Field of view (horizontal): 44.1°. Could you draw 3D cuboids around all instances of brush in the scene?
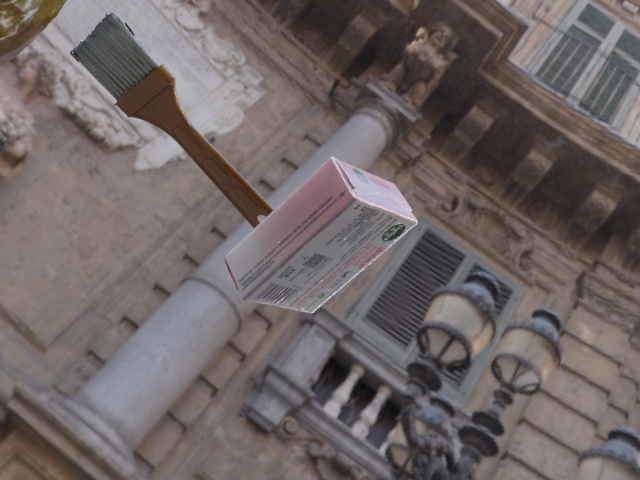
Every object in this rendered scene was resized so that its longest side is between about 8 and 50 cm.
[{"bbox_3d":[-0.121,-0.089,0.806,0.314,0.017,0.090,47,-40,-19],"label":"brush"}]

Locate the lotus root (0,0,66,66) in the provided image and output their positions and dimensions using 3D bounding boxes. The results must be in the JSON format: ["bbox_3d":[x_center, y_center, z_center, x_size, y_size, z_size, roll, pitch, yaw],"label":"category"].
[{"bbox_3d":[-0.218,-0.160,0.325,0.291,0.193,0.193,13,-46,25],"label":"lotus root"}]

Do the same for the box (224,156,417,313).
[{"bbox_3d":[0.000,0.000,0.606,0.125,0.089,0.043,-41,-122,21],"label":"box"}]
